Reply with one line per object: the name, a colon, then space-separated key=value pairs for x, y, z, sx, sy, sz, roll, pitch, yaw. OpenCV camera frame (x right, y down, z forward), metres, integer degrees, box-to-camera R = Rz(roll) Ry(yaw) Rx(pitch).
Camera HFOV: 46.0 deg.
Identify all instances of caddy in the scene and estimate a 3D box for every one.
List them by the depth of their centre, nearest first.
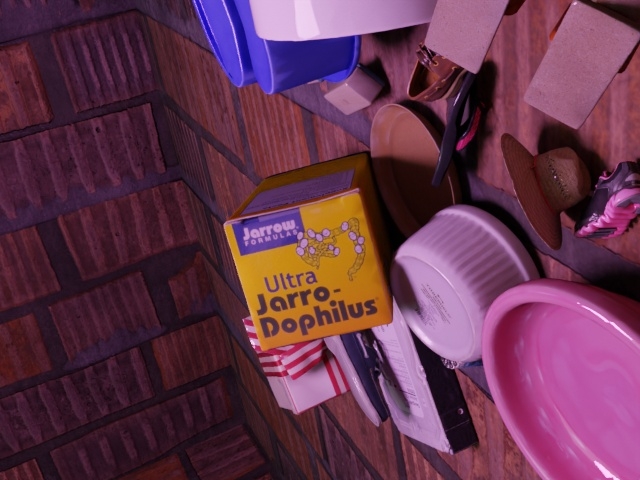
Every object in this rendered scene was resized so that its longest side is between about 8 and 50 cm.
caddy: x=-0.061 y=-0.357 z=0.991 sx=0.241 sy=0.179 sz=0.341 roll=32 pitch=145 yaw=58

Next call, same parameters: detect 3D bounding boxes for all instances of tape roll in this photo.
tape roll: x=0.063 y=-0.285 z=0.774 sx=0.286 sy=0.286 sz=0.100 roll=34 pitch=140 yaw=60

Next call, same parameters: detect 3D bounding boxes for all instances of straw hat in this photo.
straw hat: x=0.254 y=-0.065 z=0.807 sx=0.061 sy=0.144 sz=0.144 roll=-27 pitch=81 yaw=30

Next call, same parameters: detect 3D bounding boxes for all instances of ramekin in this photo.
ramekin: x=0.187 y=0.066 z=1.015 sx=0.207 sy=0.109 sz=0.207 roll=43 pitch=151 yaw=31

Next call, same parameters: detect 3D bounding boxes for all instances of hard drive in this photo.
hard drive: x=0.155 y=0.206 z=1.383 sx=0.339 sy=0.064 sz=0.237 roll=70 pitch=162 yaw=-4

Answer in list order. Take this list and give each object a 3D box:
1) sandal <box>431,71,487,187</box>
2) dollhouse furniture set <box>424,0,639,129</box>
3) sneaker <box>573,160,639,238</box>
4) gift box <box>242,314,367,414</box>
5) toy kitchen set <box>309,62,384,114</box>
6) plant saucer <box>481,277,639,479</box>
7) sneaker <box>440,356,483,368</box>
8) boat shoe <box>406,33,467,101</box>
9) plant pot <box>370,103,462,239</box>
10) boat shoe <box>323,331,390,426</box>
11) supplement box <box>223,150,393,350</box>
sandal: x=0.181 y=-0.141 z=0.952 sx=0.040 sy=0.067 sz=0.179 roll=21 pitch=132 yaw=13
dollhouse furniture set: x=0.228 y=-0.174 z=0.512 sx=0.259 sy=0.262 sz=0.135 roll=32 pitch=153 yaw=10
sneaker: x=0.295 y=-0.040 z=0.772 sx=0.119 sy=0.047 sz=0.057 roll=114 pitch=155 yaw=-64
gift box: x=-0.026 y=0.201 z=1.589 sx=0.276 sy=0.255 sz=0.258 roll=63 pitch=163 yaw=1
toy kitchen set: x=0.025 y=-0.331 z=1.181 sx=0.207 sy=0.166 sz=0.122 roll=36 pitch=172 yaw=-14
plant saucer: x=0.317 y=0.183 z=0.823 sx=0.332 sy=0.084 sz=0.332 roll=49 pitch=154 yaw=33
sneaker: x=0.210 y=0.139 z=1.150 sx=0.162 sy=0.073 sz=0.063 roll=-102 pitch=29 yaw=-53
boat shoe: x=0.152 y=-0.230 z=0.931 sx=0.064 sy=0.060 sz=0.178 roll=62 pitch=160 yaw=21
plant pot: x=0.147 y=-0.095 z=1.136 sx=0.236 sy=0.032 sz=0.236 roll=56 pitch=158 yaw=37
boat shoe: x=0.073 y=0.221 z=1.405 sx=0.095 sy=0.079 sz=0.254 roll=91 pitch=155 yaw=-53
supplement box: x=0.000 y=0.000 z=1.174 sx=0.356 sy=0.194 sz=0.195 roll=-70 pitch=-35 yaw=-74
